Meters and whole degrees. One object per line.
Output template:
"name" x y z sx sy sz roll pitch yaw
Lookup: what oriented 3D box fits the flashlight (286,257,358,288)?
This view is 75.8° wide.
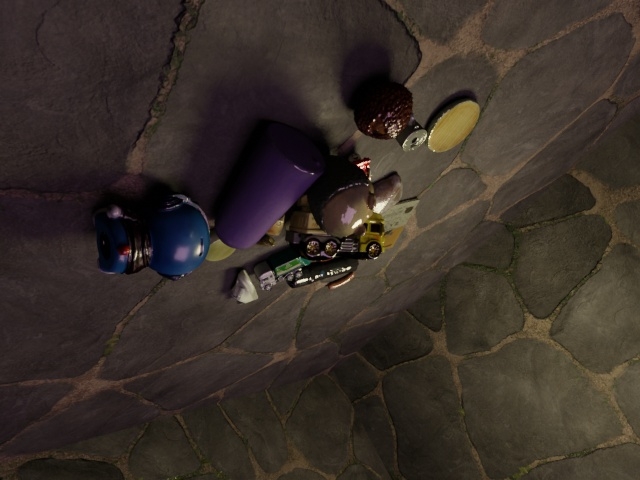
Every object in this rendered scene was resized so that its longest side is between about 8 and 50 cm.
"flashlight" 0.021 0.159 2.127 0.424 0.103 0.103 -11 145 -34

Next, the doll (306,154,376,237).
"doll" 0.060 -0.166 1.388 0.247 0.349 0.247 -13 127 -17

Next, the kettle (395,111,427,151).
"kettle" 0.290 -0.404 1.449 0.098 0.148 0.127 -38 153 15

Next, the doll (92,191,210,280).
"doll" -0.481 -0.005 1.230 0.310 0.240 0.284 -10 117 -44

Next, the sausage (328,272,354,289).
"sausage" 0.124 0.239 2.415 0.176 0.040 0.047 -25 106 -13

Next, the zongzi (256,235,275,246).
"zongzi" -0.235 0.012 1.713 0.083 0.040 0.076 -22 159 6

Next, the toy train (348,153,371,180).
"toy train" 0.142 -0.242 1.595 0.082 0.131 0.204 -20 139 -10

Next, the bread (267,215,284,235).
"bread" -0.180 -0.087 1.528 0.082 0.125 0.106 7 138 -21

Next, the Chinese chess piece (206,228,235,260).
"Chinese chess piece" -0.385 0.014 1.545 0.144 0.058 0.144 -26 151 -15

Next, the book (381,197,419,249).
"book" 0.344 -0.062 2.163 0.269 0.032 0.389 -15 147 -26

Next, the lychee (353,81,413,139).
"lychee" 0.205 -0.422 1.320 0.188 0.188 0.188 -24 151 -14

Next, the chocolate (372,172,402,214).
"chocolate" 0.246 -0.166 1.845 0.303 0.100 0.185 -32 149 -7

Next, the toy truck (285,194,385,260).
"toy truck" 0.065 -0.045 1.663 0.405 0.180 0.254 4 97 -26

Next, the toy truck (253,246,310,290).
"toy truck" -0.175 0.121 1.868 0.253 0.114 0.124 -23 137 -15

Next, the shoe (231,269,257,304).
"shoe" -0.355 0.226 1.870 0.110 0.095 0.265 -26 153 -10

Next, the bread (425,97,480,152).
"bread" 0.540 -0.474 1.694 0.267 0.040 0.267 -24 150 -15

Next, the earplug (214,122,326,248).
"earplug" -0.195 -0.146 1.341 0.215 0.215 0.456 2 141 -46
